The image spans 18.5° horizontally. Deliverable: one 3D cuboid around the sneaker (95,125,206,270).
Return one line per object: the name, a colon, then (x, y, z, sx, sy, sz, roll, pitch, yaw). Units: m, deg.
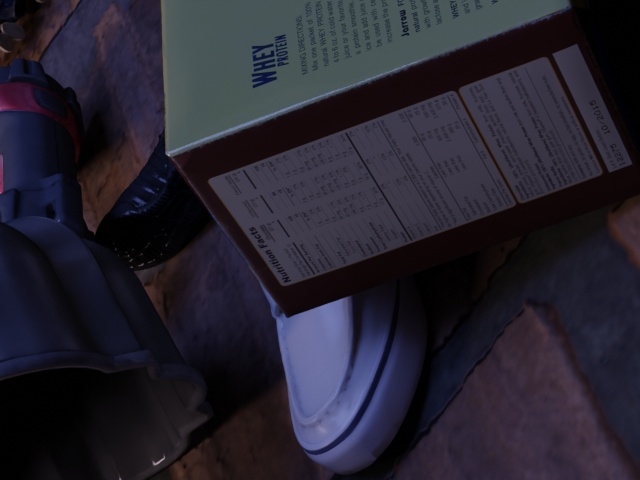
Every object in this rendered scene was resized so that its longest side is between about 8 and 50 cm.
sneaker: (-0.089, -0.053, 1.301, 0.170, 0.051, 0.089, -41, 27, 40)

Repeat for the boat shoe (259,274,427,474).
boat shoe: (0.000, 0.000, 1.087, 0.096, 0.088, 0.267, -30, 43, 42)

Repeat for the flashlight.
flashlight: (-0.210, -0.030, 1.364, 0.103, 0.103, 0.304, -14, 28, -2)

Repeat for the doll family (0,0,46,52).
doll family: (-0.295, -0.200, 1.686, 0.111, 0.076, 0.193, -33, 21, 38)

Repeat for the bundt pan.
bundt pan: (-0.234, 0.090, 1.117, 0.331, 0.331, 0.124, -37, 65, 37)

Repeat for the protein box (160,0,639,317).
protein box: (0.038, -0.102, 0.993, 0.201, 0.136, 0.200, -19, 46, 14)
